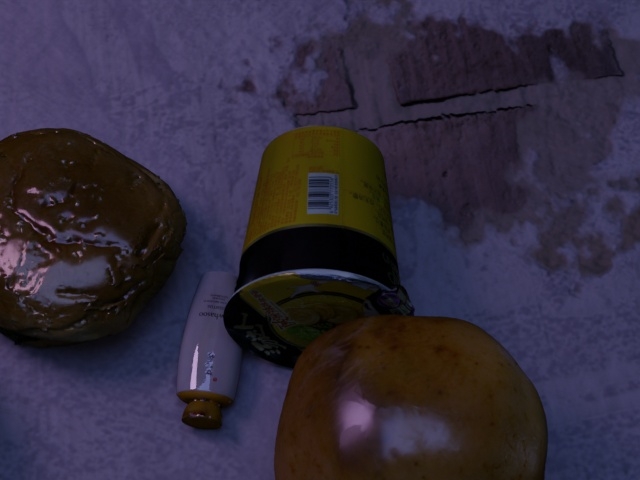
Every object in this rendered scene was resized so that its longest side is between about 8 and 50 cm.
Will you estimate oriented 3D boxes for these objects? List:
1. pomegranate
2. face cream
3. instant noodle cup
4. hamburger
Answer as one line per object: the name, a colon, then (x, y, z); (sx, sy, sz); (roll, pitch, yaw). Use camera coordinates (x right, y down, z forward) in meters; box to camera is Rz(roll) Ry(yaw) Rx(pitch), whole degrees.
pomegranate: (0.091, 0.213, 1.370); (0.307, 0.307, 0.307); (2, 65, -3)
face cream: (-0.125, 0.125, 1.508); (0.072, 0.051, 0.182); (8, 65, -4)
instant noodle cup: (0.000, 0.000, 1.504); (0.215, 0.215, 0.236); (4, 58, -3)
hamburger: (-0.304, -0.011, 1.514); (0.285, 0.134, 0.265); (32, 69, 8)
